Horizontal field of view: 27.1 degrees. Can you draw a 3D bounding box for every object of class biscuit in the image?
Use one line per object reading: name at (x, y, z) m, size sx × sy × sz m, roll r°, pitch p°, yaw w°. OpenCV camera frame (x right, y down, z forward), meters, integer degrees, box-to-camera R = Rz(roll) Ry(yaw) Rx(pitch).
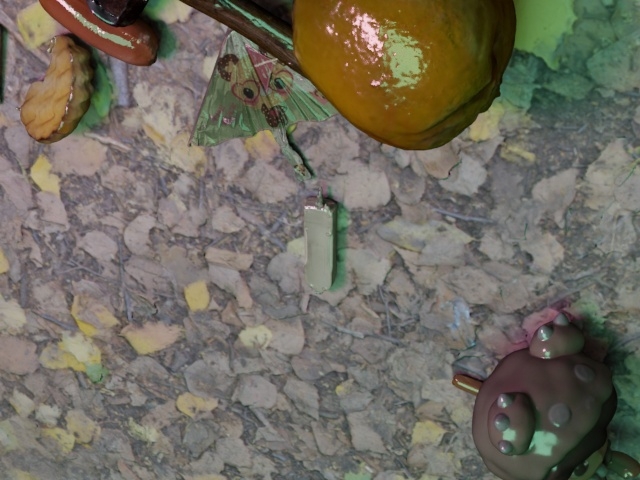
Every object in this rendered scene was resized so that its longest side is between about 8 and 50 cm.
biscuit at (-0.383, -0.209, 1.971) m, size 0.183 × 0.061 × 0.118 m, roll -47°, pitch 58°, yaw 38°

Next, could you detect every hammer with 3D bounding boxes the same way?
hammer at (-0.108, -0.304, 1.771) m, size 0.409 × 0.095 × 0.242 m, roll 30°, pitch 150°, yaw -11°

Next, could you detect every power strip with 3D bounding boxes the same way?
power strip at (0.000, 0.000, 1.998) m, size 0.048 × 0.030 × 0.191 m, roll 11°, pitch 127°, yaw 15°

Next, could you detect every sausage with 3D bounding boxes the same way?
sausage at (0.260, 0.238, 2.073) m, size 0.116 × 0.026 × 0.026 m, roll 22°, pitch 129°, yaw 6°
sausage at (-0.312, -0.309, 1.869) m, size 0.194 × 0.077 × 0.077 m, roll 31°, pitch 129°, yaw -4°

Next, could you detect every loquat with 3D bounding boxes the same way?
loquat at (0.096, -0.251, 1.630) m, size 0.284 × 0.276 × 0.276 m, roll 22°, pitch 129°, yaw 8°

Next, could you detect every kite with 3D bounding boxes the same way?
kite at (-0.072, -0.198, 1.896) m, size 0.323 × 0.013 × 0.267 m, roll -9°, pitch 120°, yaw 26°

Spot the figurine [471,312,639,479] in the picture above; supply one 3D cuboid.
figurine at (0.351, 0.299, 1.975) m, size 0.203 × 0.248 × 0.380 m, roll 13°, pitch 143°, yaw 40°
